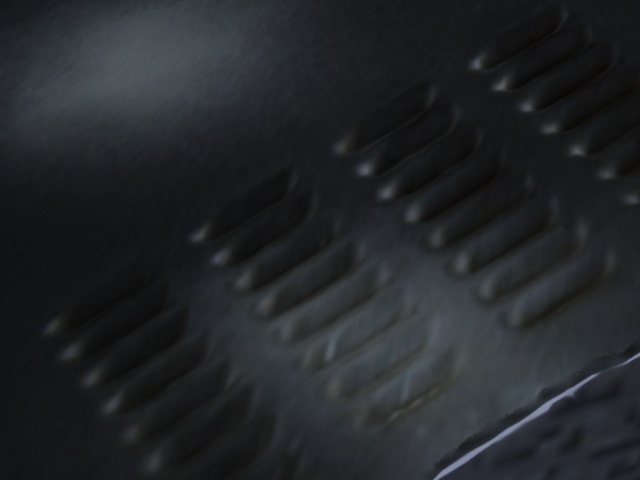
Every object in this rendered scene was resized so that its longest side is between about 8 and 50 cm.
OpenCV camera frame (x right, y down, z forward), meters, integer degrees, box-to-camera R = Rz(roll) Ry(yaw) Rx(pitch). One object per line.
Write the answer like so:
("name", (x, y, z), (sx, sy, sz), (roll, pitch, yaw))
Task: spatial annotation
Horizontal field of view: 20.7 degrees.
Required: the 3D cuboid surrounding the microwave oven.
("microwave oven", (0.068, 0.086, 0.548), (0.374, 0.236, 0.432), (-32, 137, -11))
